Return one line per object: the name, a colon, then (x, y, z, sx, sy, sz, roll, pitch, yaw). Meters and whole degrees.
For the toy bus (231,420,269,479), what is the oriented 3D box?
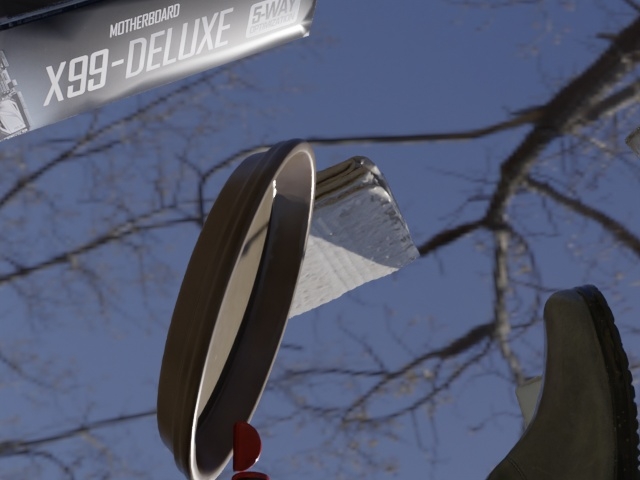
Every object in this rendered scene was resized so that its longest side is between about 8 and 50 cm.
toy bus: (-0.091, 0.224, 0.975, 0.191, 0.104, 0.202, -112, -155, -70)

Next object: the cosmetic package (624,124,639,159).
cosmetic package: (0.391, -0.043, 1.227, 0.231, 0.117, 0.085, 50, -11, 6)

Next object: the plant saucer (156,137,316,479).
plant saucer: (-0.064, 0.052, 1.078, 0.041, 0.278, 0.278, 16, -68, 9)

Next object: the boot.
boot: (0.093, 0.147, 0.778, 0.083, 0.161, 0.246, 75, 14, -83)

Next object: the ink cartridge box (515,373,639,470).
ink cartridge box: (0.400, 0.385, 1.805, 0.091, 0.308, 0.385, -27, -127, 22)

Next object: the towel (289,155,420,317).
towel: (0.000, 0.000, 1.530, 0.282, 0.187, 0.049, 57, 10, -66)

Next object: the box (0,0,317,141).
box: (-0.186, -0.187, 0.757, 0.307, 0.242, 0.076, 44, -39, 30)
